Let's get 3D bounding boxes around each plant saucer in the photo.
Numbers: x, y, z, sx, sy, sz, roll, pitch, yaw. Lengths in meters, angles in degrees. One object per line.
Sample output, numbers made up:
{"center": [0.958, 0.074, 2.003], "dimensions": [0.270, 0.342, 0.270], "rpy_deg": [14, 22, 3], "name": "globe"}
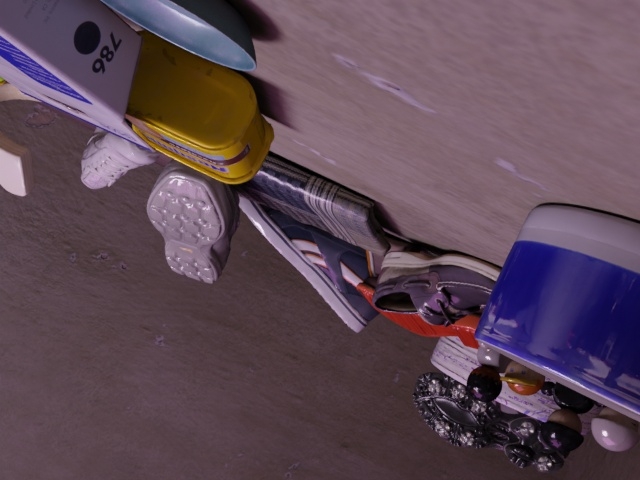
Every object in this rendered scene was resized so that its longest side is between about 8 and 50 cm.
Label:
{"center": [-0.086, -0.135, 0.524], "dimensions": [0.119, 0.021, 0.119], "rpy_deg": [26, 178, 1], "name": "plant saucer"}

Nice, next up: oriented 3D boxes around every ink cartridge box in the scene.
{"center": [-0.235, -0.171, 0.576], "dimensions": [0.165, 0.065, 0.333], "rpy_deg": [24, 171, 29], "name": "ink cartridge box"}

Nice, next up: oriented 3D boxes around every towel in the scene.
{"center": [-0.051, -0.077, 1.266], "dimensions": [0.312, 0.056, 0.324], "rpy_deg": [23, 175, 11], "name": "towel"}

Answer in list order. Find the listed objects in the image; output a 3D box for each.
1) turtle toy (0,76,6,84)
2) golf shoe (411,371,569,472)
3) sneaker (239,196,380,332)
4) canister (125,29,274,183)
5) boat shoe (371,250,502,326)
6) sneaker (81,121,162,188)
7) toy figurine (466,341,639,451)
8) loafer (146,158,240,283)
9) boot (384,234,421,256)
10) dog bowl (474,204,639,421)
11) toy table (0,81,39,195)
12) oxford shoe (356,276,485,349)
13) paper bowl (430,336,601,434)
{"center": [-0.349, -0.220, 0.942], "dimensions": [0.130, 0.066, 0.095], "rpy_deg": [33, 148, -31], "name": "turtle toy"}
{"center": [0.284, 0.301, 1.537], "dimensions": [0.273, 0.105, 0.120], "rpy_deg": [25, -171, 16], "name": "golf shoe"}
{"center": [0.000, 0.000, 1.511], "dimensions": [0.321, 0.127, 0.126], "rpy_deg": [46, -176, -18], "name": "sneaker"}
{"center": [-0.107, -0.107, 0.767], "dimensions": [0.126, 0.073, 0.170], "rpy_deg": [27, 176, 1], "name": "canister"}
{"center": [0.168, 0.073, 1.254], "dimensions": [0.103, 0.092, 0.285], "rpy_deg": [32, 167, -29], "name": "boat shoe"}
{"center": [-0.405, -0.162, 1.840], "dimensions": [0.114, 0.152, 0.305], "rpy_deg": [30, 175, -25], "name": "sneaker"}
{"center": [0.308, 0.180, 1.198], "dimensions": [0.209, 0.148, 0.213], "rpy_deg": [27, 164, -9], "name": "toy figurine"}
{"center": [-0.162, -0.043, 1.224], "dimensions": [0.112, 0.111, 0.319], "rpy_deg": [18, 158, -1], "name": "loafer"}
{"center": [0.113, 0.012, 1.431], "dimensions": [0.087, 0.042, 0.118], "rpy_deg": [34, 173, 18], "name": "boot"}
{"center": [0.245, 0.078, 0.632], "dimensions": [0.265, 0.104, 0.265], "rpy_deg": [27, 178, 1], "name": "dog bowl"}
{"center": [-0.456, -0.184, 1.183], "dimensions": [0.161, 0.274, 0.252], "rpy_deg": [15, 142, 11], "name": "toy table"}
{"center": [0.181, 0.091, 1.406], "dimensions": [0.271, 0.098, 0.097], "rpy_deg": [16, 157, 34], "name": "oxford shoe"}
{"center": [0.337, 0.194, 1.514], "dimensions": [0.284, 0.148, 0.284], "rpy_deg": [23, -179, 0], "name": "paper bowl"}
